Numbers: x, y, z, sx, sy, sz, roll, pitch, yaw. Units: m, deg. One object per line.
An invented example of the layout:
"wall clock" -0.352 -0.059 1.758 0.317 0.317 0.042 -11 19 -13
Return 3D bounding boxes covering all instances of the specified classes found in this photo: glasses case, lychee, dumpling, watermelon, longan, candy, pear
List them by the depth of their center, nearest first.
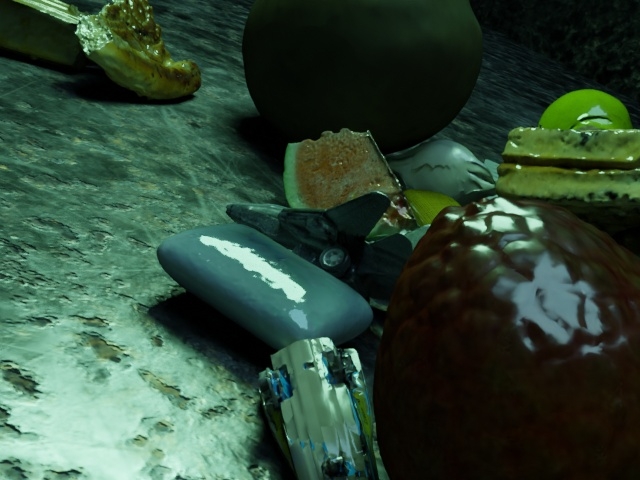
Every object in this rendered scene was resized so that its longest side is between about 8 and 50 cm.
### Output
"lychee" 0.152 0.118 0.668 0.255 0.300 0.255 -1 -7 0
"candy" -0.049 0.043 0.867 0.174 0.071 0.138 31 19 22
"watermelon" 0.057 -0.033 1.143 0.146 0.128 0.231 39 19 -44
"glasses case" 0.156 -0.005 1.185 0.079 0.064 0.234 11 23 -16
"dumpling" 0.175 -0.083 1.358 0.188 0.108 0.127 14 -7 19
"longan" 0.054 -0.282 1.377 0.361 0.361 0.361 18 21 -7
"pear" 0.517 -0.205 1.853 0.187 0.187 0.220 23 18 6

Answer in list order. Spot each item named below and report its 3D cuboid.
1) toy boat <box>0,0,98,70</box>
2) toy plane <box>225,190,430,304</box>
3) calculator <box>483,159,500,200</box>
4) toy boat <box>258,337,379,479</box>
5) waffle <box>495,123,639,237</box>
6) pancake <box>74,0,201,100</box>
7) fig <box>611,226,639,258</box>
"toy boat" -0.446 -0.320 1.361 0.310 0.089 0.115 14 25 -19
"toy plane" -0.006 0.009 0.974 0.267 0.212 0.088 13 57 30
"calculator" 0.330 -0.072 1.575 0.161 0.021 0.262 23 21 6
"toy boat" 0.005 0.148 0.686 0.084 0.066 0.210 -16 37 -2
"waffle" 0.451 -0.059 1.319 0.261 0.114 0.376 3 -11 45
"pancake" -0.267 -0.315 1.404 0.266 0.057 0.244 30 44 -60
"fig" 0.401 0.079 1.179 0.124 0.124 0.236 19 38 -5
